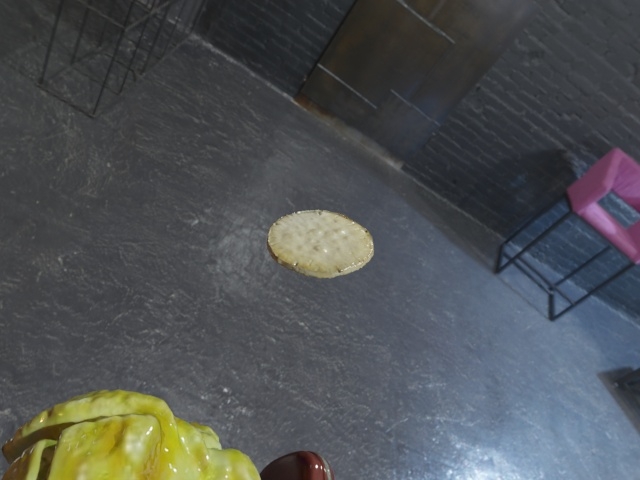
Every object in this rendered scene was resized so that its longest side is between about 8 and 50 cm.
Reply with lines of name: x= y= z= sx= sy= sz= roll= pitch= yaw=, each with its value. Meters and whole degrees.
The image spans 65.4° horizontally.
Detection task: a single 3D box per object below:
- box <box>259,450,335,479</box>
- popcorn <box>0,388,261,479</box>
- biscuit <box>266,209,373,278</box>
box: x=-0.072 y=0.721 z=1.209 sx=0.108 sy=0.263 sz=0.404 roll=41 pitch=30 yaw=-29
popcorn: x=-0.206 y=0.296 z=0.515 sx=0.276 sy=0.276 sz=0.225 roll=13 pitch=28 yaw=-33
biscuit: x=0.000 y=0.000 z=0.670 sx=0.152 sy=0.020 sz=0.152 roll=4 pitch=35 yaw=-3
